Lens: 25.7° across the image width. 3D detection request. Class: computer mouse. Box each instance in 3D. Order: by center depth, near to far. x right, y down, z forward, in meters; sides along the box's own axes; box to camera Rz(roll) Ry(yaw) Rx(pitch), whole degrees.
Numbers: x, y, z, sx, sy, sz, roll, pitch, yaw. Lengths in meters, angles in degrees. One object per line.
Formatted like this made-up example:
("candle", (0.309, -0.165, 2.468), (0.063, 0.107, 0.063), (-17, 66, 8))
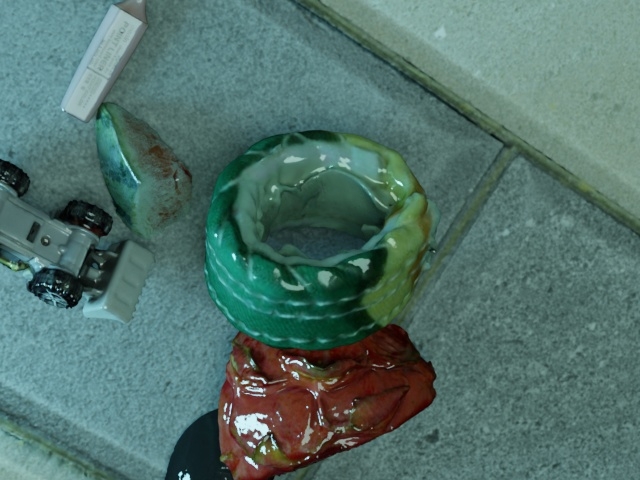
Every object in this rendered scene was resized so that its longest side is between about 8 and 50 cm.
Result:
("computer mouse", (-0.142, 0.351, 1.859), (0.147, 0.088, 0.264), (17, 99, -12))

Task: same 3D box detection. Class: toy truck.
("toy truck", (-0.351, 0.003, 1.732), (0.286, 0.111, 0.136), (30, 63, -23))

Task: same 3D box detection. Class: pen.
("pen", (-0.259, -0.240, 1.747), (0.053, 0.032, 0.197), (28, 95, -15))

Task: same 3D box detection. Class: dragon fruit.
("dragon fruit", (0.008, 0.166, 1.795), (0.317, 0.152, 0.205), (-25, 95, -20))

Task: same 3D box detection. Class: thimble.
("thimble", (0.000, 0.000, 1.729), (0.288, 0.254, 0.167), (-4, 143, -7))

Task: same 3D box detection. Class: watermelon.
("watermelon", (-0.228, -0.092, 1.775), (0.094, 0.081, 0.180), (-44, 114, -28))
